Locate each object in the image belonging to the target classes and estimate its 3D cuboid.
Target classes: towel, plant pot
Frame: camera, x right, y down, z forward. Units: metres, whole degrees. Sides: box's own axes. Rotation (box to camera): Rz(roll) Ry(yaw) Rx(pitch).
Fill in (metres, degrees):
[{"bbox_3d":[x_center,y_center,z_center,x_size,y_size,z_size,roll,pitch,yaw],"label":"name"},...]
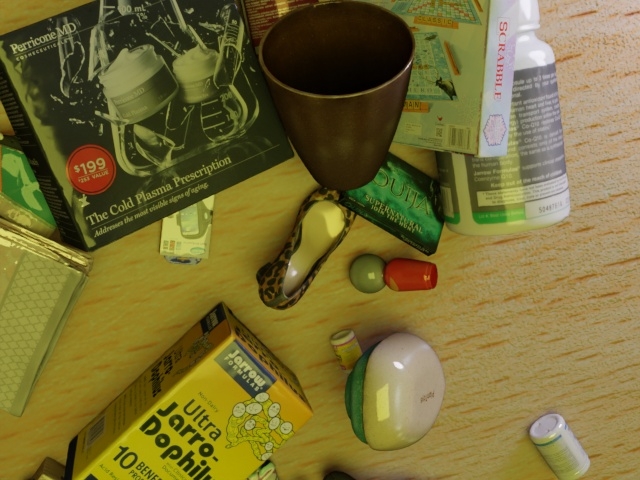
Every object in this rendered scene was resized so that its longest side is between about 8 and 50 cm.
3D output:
[{"bbox_3d":[-0.549,0.100,1.499,0.316,0.053,0.332,23,117,-14],"label":"towel"},{"bbox_3d":[0.029,-0.190,1.433,0.215,0.215,0.230,-14,139,-7],"label":"plant pot"}]

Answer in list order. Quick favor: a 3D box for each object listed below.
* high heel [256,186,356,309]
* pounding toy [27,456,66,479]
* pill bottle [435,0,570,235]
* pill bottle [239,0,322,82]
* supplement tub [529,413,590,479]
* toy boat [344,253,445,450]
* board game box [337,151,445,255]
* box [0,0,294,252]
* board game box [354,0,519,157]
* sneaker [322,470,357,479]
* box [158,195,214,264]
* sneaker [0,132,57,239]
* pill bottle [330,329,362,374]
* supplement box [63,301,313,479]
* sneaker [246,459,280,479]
[{"bbox_3d":[0.000,0.000,1.565,0.093,0.186,0.261,41,92,-14],"label":"high heel"},{"bbox_3d":[-0.455,0.444,1.619,0.141,0.100,0.130,34,94,-15],"label":"pounding toy"},{"bbox_3d":[0.276,-0.202,1.564,0.204,0.204,0.361,-11,102,-8],"label":"pill bottle"},{"bbox_3d":[-0.061,-0.351,1.515,0.121,0.121,0.221,-13,104,-8],"label":"pill bottle"},{"bbox_3d":[0.431,0.374,1.785,0.071,0.071,0.107,-35,105,-2],"label":"supplement tub"},{"bbox_3d":[0.114,0.182,1.632,0.148,0.267,0.318,1,87,25],"label":"toy boat"},{"bbox_3d":[0.126,-0.072,1.618,0.186,0.026,0.126,29,61,-19],"label":"board game box"},{"bbox_3d":[-0.266,-0.198,1.437,0.343,0.179,0.313,-27,105,-21],"label":"box"},{"bbox_3d":[0.152,-0.300,1.470,0.065,0.318,0.318,-6,105,-39],"label":"board game box"},{"bbox_3d":[0.153,0.478,1.744,0.330,0.122,0.146,39,75,-14],"label":"sneaker"},{"bbox_3d":[-0.217,-0.026,1.603,0.081,0.028,0.136,4,99,-12],"label":"box"},{"bbox_3d":[-0.508,-0.128,1.495,0.302,0.108,0.121,37,83,-17],"label":"sneaker"},{"bbox_3d":[0.050,0.198,1.690,0.043,0.043,0.083,-24,105,-5],"label":"pill bottle"},{"bbox_3d":[-0.215,0.305,1.586,0.356,0.195,0.194,-43,106,0],"label":"supplement box"},{"bbox_3d":[-0.114,0.432,1.712,0.098,0.038,0.069,-26,104,-4],"label":"sneaker"}]
